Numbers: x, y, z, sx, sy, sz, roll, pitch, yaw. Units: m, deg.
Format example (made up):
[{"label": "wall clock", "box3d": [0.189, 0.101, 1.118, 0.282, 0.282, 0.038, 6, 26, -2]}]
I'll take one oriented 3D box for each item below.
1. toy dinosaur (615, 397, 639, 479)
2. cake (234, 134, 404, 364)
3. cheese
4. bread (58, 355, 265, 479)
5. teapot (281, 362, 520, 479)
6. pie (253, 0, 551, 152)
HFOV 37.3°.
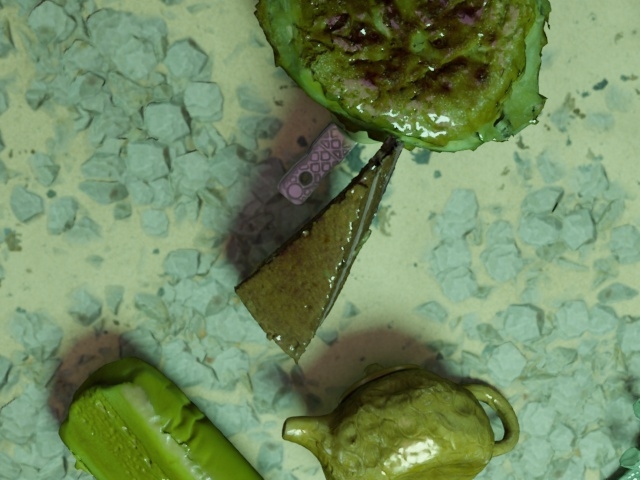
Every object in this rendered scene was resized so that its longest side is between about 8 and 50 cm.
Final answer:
[{"label": "toy dinosaur", "box3d": [0.398, 0.273, 1.208, 0.383, 0.076, 0.129, -32, 123, 6]}, {"label": "cake", "box3d": [0.000, 0.000, 1.065, 0.113, 0.116, 0.295, 33, 128, 2]}, {"label": "cheese", "box3d": [0.042, -0.148, 1.134, 0.127, 0.050, 0.255, 43, 92, -9]}, {"label": "bread", "box3d": [-0.147, 0.303, 1.143, 0.166, 0.112, 0.383, -38, 96, 29]}, {"label": "teapot", "box3d": [0.102, 0.219, 1.142, 0.311, 0.203, 0.167, -5, 55, -25]}, {"label": "pie", "box3d": [0.104, -0.248, 1.052, 0.355, 0.103, 0.288, 20, 87, -6]}]
